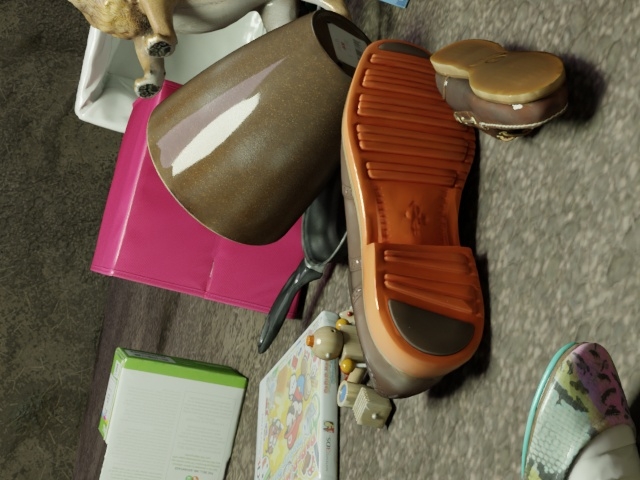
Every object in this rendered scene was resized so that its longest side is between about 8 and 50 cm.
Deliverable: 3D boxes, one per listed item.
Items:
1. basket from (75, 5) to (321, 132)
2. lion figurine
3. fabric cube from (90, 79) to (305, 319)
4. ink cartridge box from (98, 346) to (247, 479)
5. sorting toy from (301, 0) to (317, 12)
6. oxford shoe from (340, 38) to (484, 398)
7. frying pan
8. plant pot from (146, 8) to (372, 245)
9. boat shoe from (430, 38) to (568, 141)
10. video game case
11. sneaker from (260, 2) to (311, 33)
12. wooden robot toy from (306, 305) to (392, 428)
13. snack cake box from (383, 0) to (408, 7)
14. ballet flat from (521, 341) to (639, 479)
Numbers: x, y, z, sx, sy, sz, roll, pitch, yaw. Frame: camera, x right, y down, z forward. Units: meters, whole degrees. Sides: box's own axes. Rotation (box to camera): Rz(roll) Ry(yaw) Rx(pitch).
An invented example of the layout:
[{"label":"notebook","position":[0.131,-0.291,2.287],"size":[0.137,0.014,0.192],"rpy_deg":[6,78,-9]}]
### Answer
[{"label":"basket","position":[-0.200,-0.329,1.643],"size":[0.266,0.328,0.331],"rpy_deg":[-119,45,-70]},{"label":"lion figurine","position":[-0.137,-0.311,1.272],"size":[0.142,0.392,0.240],"rpy_deg":[111,151,-53]},{"label":"fabric cube","position":[-0.153,-0.048,1.405],"size":[0.254,0.259,0.258],"rpy_deg":[176,108,-72]},{"label":"ink cartridge box","position":[-0.233,0.303,1.496],"size":[0.097,0.189,0.255],"rpy_deg":[-169,92,-71]},{"label":"sorting toy","position":[-0.033,-0.462,1.486],"size":[0.274,0.132,0.046],"rpy_deg":[-70,16,-9]},{"label":"oxford shoe","position":[0.066,-0.029,0.954],"size":[0.132,0.130,0.363],"rpy_deg":[120,156,-56]},{"label":"frying pan","position":[0.009,0.001,1.206],"size":[0.197,0.053,0.326],"rpy_deg":[-160,84,-71]},{"label":"plant pot","position":[-0.041,-0.145,1.143],"size":[0.230,0.215,0.215],"rpy_deg":[-39,37,33]},{"label":"boat shoe","position":[0.155,-0.121,0.855],"size":[0.207,0.073,0.073],"rpy_deg":[-120,9,-69]},{"label":"video game case","position":[-0.032,0.223,1.218],"size":[0.227,0.026,0.206],"rpy_deg":[128,149,-52]},{"label":"sneaker","position":[-0.010,-0.230,1.405],"size":[0.132,0.086,0.228],"rpy_deg":[88,157,-44]},{"label":"wooden robot toy","position":[0.020,0.123,1.050],"size":[0.173,0.079,0.076],"rpy_deg":[-97,27,-48]},{"label":"snack cake box","position":[0.069,-0.424,1.174],"size":[0.089,0.152,0.264],"rpy_deg":[-111,38,-59]},{"label":"ballet flat","position":[0.158,0.175,0.635],"size":[0.079,0.077,0.221],"rpy_deg":[36,118,51]}]
